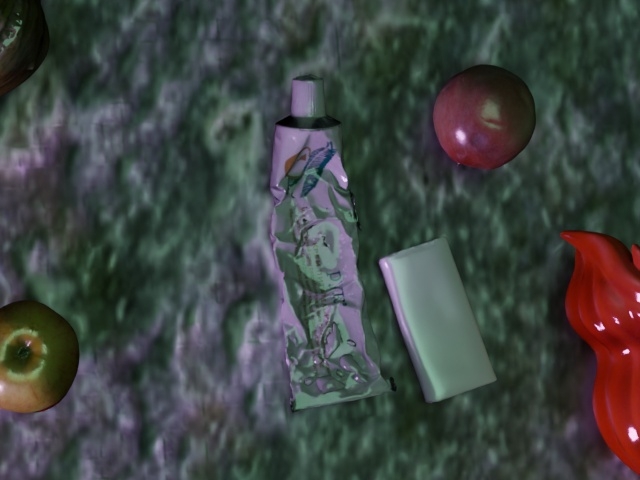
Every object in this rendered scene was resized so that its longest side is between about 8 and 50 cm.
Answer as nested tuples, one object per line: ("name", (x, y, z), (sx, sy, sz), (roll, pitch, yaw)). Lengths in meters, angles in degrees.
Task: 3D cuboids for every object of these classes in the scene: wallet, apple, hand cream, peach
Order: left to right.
("apple", (-0.216, 0.086, 1.322), (0.084, 0.071, 0.084), (2, 82, -12))
("hand cream", (-0.001, 0.000, 1.394), (0.084, 0.050, 0.256), (-8, 90, -11))
("wallet", (0.091, 0.062, 1.415), (0.061, 0.025, 0.122), (-18, 86, -12))
("peach", (0.128, -0.096, 1.417), (0.083, 0.083, 0.083), (2, 82, -12))

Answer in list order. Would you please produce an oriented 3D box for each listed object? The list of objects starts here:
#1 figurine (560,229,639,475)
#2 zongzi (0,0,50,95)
("figurine", (0.294, 0.058, 1.396), (0.257, 0.181, 0.208), (-50, 134, -12))
("zongzi", (-0.382, -0.083, 1.251), (0.356, 0.174, 0.392), (11, 78, -8))
